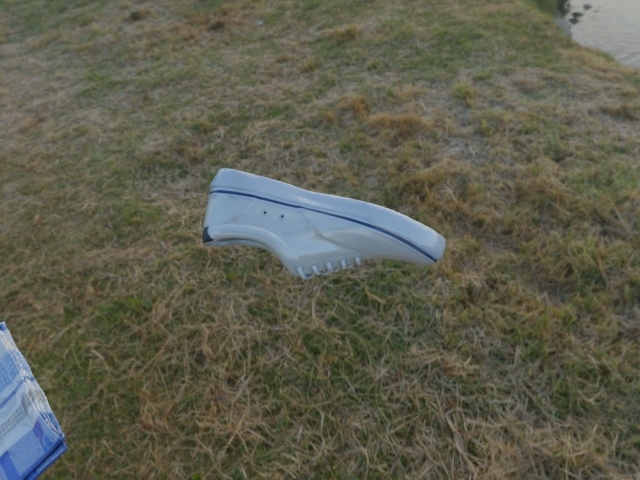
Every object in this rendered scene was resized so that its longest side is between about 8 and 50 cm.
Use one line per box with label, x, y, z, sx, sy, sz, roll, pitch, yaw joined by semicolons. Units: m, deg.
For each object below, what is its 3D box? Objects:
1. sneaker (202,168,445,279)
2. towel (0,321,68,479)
sneaker;0.000;0.000;0.556;0.258;0.094;0.091;14;83;5
towel;-0.495;0.264;0.735;0.209;0.034;0.285;-44;55;-14
